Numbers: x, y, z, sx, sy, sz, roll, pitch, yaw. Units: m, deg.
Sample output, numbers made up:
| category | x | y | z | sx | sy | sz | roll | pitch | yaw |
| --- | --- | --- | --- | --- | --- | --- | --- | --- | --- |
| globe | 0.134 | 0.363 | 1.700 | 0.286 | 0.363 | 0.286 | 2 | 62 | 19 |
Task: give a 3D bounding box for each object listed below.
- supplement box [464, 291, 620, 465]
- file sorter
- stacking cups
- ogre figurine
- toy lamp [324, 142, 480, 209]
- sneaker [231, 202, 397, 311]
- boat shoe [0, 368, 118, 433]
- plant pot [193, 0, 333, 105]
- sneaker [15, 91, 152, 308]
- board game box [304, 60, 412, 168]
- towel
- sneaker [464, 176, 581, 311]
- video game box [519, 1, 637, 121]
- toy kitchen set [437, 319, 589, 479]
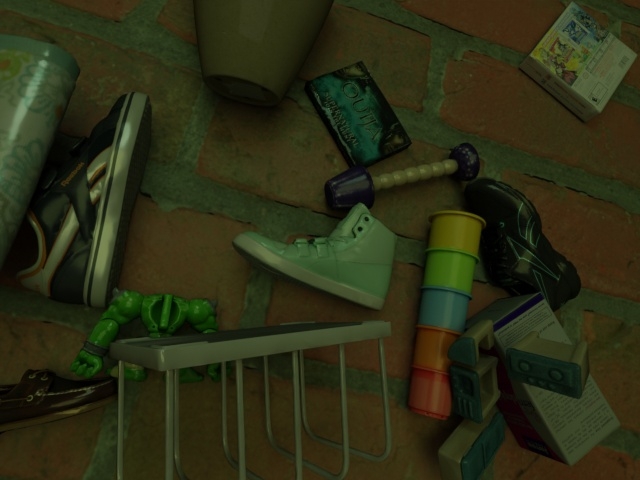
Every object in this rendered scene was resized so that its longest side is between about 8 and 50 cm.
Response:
| category | x | y | z | sx | sy | sz | roll | pitch | yaw |
| --- | --- | --- | --- | --- | --- | --- | --- | --- | --- |
| supplement box | 0.332 | 0.209 | 0.642 | 0.113 | 0.111 | 0.220 | -28 | 82 | -16 |
| file sorter | -0.074 | 0.191 | 0.477 | 0.277 | 0.192 | 0.173 | 2 | 80 | -38 |
| stacking cups | 0.203 | 0.115 | 0.654 | 0.095 | 0.096 | 0.317 | 12 | 76 | -8 |
| ogre figurine | -0.217 | 0.131 | 0.561 | 0.196 | 0.097 | 0.118 | 8 | 82 | -3 |
| toy lamp | 0.141 | -0.108 | 0.703 | 0.274 | 0.080 | 0.080 | -16 | 79 | -14 |
| sneaker | 0.000 | 0.000 | 0.637 | 0.255 | 0.094 | 0.151 | 22 | 78 | -15 |
| boat shoe | -0.373 | 0.202 | 0.522 | 0.206 | 0.073 | 0.073 | -10 | 80 | -14 |
| plant pot | -0.096 | -0.372 | 0.655 | 0.256 | 0.256 | 0.275 | 11 | 90 | -8 |
| sneaker | -0.328 | -0.074 | 0.575 | 0.127 | 0.126 | 0.322 | 11 | 75 | -14 |
| board game box | 0.069 | -0.229 | 0.746 | 0.126 | 0.026 | 0.186 | -27 | 83 | -16 |
| towel | -0.522 | -0.109 | 0.518 | 0.373 | 0.090 | 0.321 | 4 | 73 | 9 |
| sneaker | 0.330 | 0.011 | 0.699 | 0.106 | 0.101 | 0.267 | -35 | 85 | -15 |
| video game box | 0.551 | -0.384 | 0.872 | 0.187 | 0.048 | 0.205 | 41 | 72 | -1 |
| toy kitchen set | 0.250 | 0.232 | 0.536 | 0.122 | 0.166 | 0.207 | -24 | 109 | -39 |
